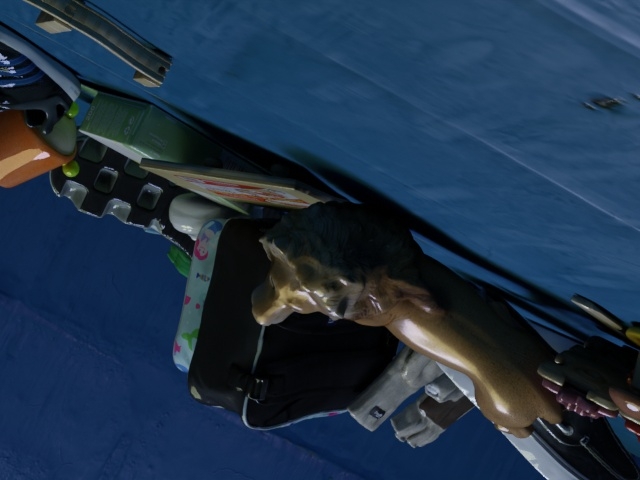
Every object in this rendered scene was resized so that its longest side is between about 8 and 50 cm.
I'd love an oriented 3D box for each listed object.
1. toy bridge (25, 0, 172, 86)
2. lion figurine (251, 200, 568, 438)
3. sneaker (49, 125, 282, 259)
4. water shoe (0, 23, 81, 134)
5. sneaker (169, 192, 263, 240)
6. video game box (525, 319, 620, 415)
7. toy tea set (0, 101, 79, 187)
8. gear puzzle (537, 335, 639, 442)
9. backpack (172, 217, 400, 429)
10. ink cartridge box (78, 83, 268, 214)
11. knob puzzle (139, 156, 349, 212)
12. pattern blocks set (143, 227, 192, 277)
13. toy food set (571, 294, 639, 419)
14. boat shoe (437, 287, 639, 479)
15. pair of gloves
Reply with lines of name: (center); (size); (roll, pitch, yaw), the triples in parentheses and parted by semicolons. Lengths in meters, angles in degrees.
toy bridge: (-0.191, -0.168, 1.198); (0.188, 0.026, 0.063); (29, 173, -24)
lion figurine: (0.115, 0.080, 1.523); (0.392, 0.142, 0.240); (27, 178, -9)
sneaker: (-0.177, -0.061, 2.014); (0.330, 0.122, 0.146); (28, -166, -20)
water shoe: (-0.326, -0.171, 1.666); (0.073, 0.080, 0.203); (24, 174, 42)
sneaker: (-0.112, -0.009, 1.855); (0.080, 0.094, 0.212); (10, -172, 17)
video game box: (0.337, 0.168, 1.826); (0.205, 0.048, 0.187); (24, 176, 44)
toy tea set: (-0.380, -0.188, 1.764); (0.336, 0.124, 0.200); (31, -147, -58)
gear puzzle: (0.359, 0.185, 1.442); (0.339, 0.044, 0.175); (26, -162, 22)
backpack: (-0.025, 0.081, 1.779); (0.253, 0.225, 0.191); (-1, -162, -44)
ink cartridge box: (-0.186, -0.107, 1.766); (0.171, 0.056, 0.235); (30, 174, -37)
knob puzzle: (-0.058, -0.056, 1.617); (0.213, 0.030, 0.213); (11, 174, 1)
pattern blocks set: (-0.075, 0.023, 2.154); (0.325, 0.026, 0.285); (6, -154, -43)
toy food set: (0.306, 0.131, 1.361); (0.218, 0.071, 0.128); (25, 175, 37)
boat shoe: (0.250, 0.168, 1.710); (0.301, 0.102, 0.108); (44, -152, -5)
pair of gloves: (0.141, 0.148, 1.856); (0.042, 0.204, 0.240); (52, -170, 29)
